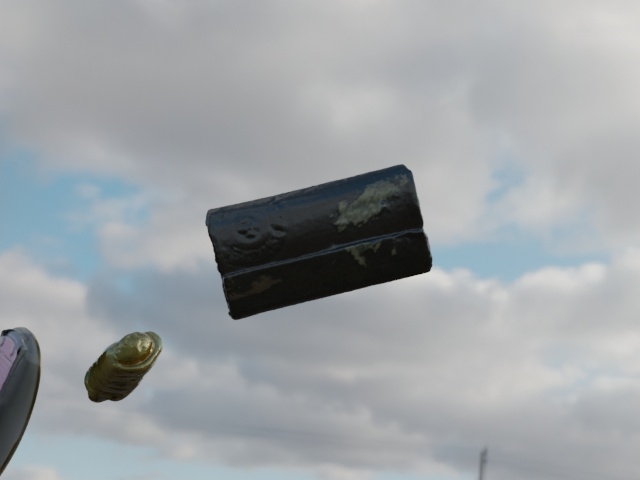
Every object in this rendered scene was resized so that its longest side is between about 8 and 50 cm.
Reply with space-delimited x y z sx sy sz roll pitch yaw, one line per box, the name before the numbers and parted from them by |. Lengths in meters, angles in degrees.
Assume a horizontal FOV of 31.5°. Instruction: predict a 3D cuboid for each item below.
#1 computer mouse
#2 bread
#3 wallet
computer mouse | -0.515 0.286 1.780 0.072 0.310 0.158 28 -5 -31
bread | -0.150 0.098 0.871 0.049 0.034 0.088 -20 -16 -40
wallet | 0.000 0.000 1.687 0.321 0.170 0.044 -14 -7 -6
